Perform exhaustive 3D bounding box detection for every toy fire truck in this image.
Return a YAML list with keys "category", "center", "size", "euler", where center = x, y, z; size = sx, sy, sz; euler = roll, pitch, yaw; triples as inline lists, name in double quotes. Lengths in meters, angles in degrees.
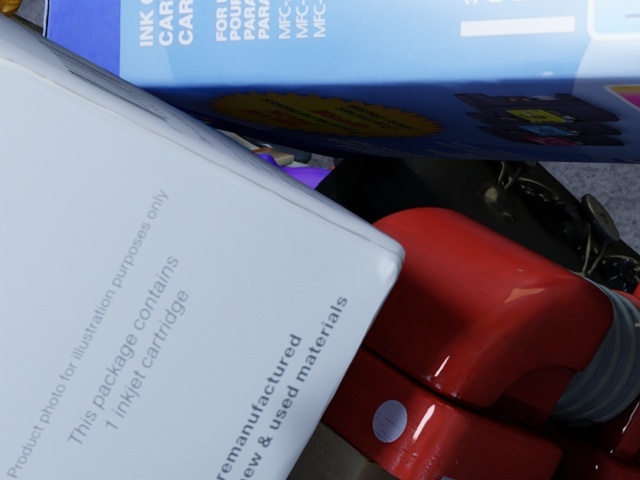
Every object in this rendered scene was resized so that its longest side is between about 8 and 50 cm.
- category: "toy fire truck"
  center: [0.112, 0.043, 0.517]
  size: [0.217, 0.246, 0.158]
  euler: [25, 5, -43]

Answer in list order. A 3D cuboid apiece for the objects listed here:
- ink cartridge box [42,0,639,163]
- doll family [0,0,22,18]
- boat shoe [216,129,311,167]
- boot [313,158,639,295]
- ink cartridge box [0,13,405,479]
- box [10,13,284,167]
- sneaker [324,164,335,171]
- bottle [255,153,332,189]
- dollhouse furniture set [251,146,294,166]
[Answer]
- category: "ink cartridge box"
  center: [0.057, -0.122, 0.651]
  size: [0.395, 0.151, 0.270]
  euler: [5, -2, 33]
- category: "doll family"
  center: [-0.329, -0.201, 1.128]
  size: [0.163, 0.263, 0.118]
  euler: [14, -27, -26]
- category: "boat shoe"
  center: [-0.105, -0.169, 1.671]
  size: [0.254, 0.079, 0.095]
  euler: [34, 6, 27]
- category: "boot"
  center: [0.198, 0.031, 1.022]
  size: [0.445, 0.146, 0.367]
  euler: [37, 18, -10]
- category: "ink cartridge box"
  center: [-0.162, -0.031, 0.438]
  size: [0.307, 0.129, 0.223]
  euler: [26, 5, -26]
- category: "box"
  center: [-0.277, -0.177, 1.749]
  size: [0.395, 0.097, 0.318]
  euler: [32, 3, 27]
- category: "sneaker"
  center: [-0.005, -0.027, 1.538]
  size: [0.125, 0.104, 0.262]
  euler: [0, 13, -20]
- category: "bottle"
  center: [0.000, 0.000, 1.141]
  size: [0.282, 0.118, 0.092]
  euler: [26, 42, -4]
- category: "dollhouse furniture set"
  center: [-0.149, -0.151, 1.351]
  size: [0.259, 0.262, 0.135]
  euler: [-15, 29, -34]
